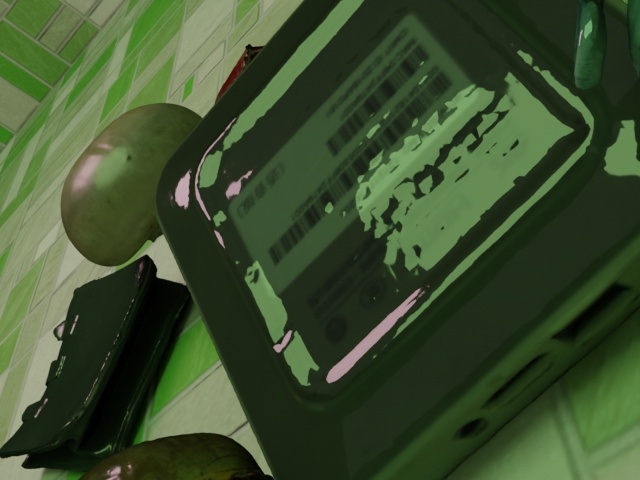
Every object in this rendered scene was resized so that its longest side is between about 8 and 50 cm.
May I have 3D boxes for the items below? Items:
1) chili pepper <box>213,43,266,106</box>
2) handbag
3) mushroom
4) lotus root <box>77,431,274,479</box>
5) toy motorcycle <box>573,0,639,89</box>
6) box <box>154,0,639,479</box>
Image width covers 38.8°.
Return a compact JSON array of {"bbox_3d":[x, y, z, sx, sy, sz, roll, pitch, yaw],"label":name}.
[{"bbox_3d":[-0.098,-0.125,1.127,0.253,0.136,0.144,-37,74,52],"label":"chili pepper"},{"bbox_3d":[-0.280,0.157,1.110,0.260,0.079,0.247,-21,41,50],"label":"handbag"},{"bbox_3d":[-0.191,-0.045,1.023,0.206,0.209,0.206,-20,30,12],"label":"mushroom"},{"bbox_3d":[-0.118,0.225,0.638,0.309,0.173,0.173,-51,23,40],"label":"lotus root"},{"bbox_3d":[0.237,-0.130,0.439,0.206,0.154,0.260,36,65,28],"label":"toy motorcycle"},{"bbox_3d":[0.053,-0.043,0.642,0.367,0.090,0.373,-48,47,17],"label":"box"}]
